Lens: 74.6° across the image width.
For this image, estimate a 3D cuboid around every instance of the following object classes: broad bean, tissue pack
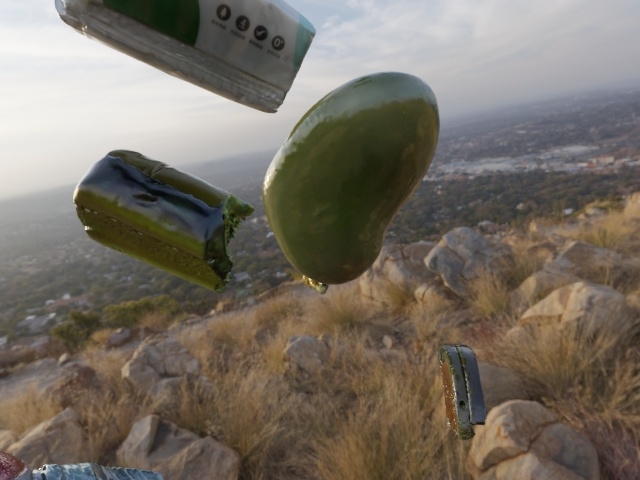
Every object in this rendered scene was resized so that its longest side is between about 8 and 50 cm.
[{"bbox_3d":[0.028,-0.069,0.477,0.189,0.263,0.121,3,38,-31],"label":"broad bean"},{"bbox_3d":[-0.229,-0.383,0.704,0.357,0.193,0.266,14,23,-38],"label":"tissue pack"}]

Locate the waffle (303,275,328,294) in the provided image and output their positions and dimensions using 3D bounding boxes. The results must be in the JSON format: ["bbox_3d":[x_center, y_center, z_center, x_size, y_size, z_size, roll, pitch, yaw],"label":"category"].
[{"bbox_3d":[0.001,-0.011,1.208,0.062,0.328,0.329,6,13,-10],"label":"waffle"}]

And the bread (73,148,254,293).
[{"bbox_3d":[-0.355,-0.054,0.965,0.377,0.251,0.208,21,48,-4],"label":"bread"}]

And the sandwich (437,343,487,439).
[{"bbox_3d":[0.122,0.131,0.371,0.026,0.069,0.101,4,38,6],"label":"sandwich"}]

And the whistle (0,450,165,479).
[{"bbox_3d":[-0.355,0.329,0.511,0.348,0.189,0.189,6,2,-40],"label":"whistle"}]
